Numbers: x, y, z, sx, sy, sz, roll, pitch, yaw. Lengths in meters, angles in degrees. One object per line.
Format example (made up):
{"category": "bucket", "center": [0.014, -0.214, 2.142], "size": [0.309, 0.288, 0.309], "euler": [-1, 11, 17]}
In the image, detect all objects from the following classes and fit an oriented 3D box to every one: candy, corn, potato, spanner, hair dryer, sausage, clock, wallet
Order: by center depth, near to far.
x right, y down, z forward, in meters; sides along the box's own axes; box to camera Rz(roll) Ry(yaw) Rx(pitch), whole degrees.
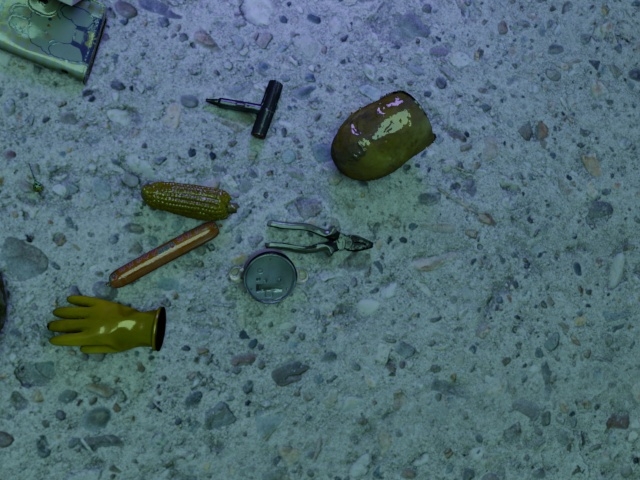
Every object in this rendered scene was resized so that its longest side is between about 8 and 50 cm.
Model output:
{"category": "wallet", "center": [-0.739, -0.572, 1.441], "size": [0.310, 0.077, 0.223], "euler": [19, 85, -15]}
{"category": "candy", "center": [-0.754, -0.167, 1.451], "size": [0.023, 0.025, 0.083], "euler": [-12, 80, -57]}
{"category": "sausage", "center": [-0.425, 0.036, 1.507], "size": [0.348, 0.053, 0.053], "euler": [-29, 95, -14]}
{"category": "corn", "center": [-0.359, -0.110, 1.511], "size": [0.262, 0.097, 0.097], "euler": [11, 85, -11]}
{"category": "clock", "center": [-0.145, 0.104, 1.559], "size": [0.229, 0.063, 0.155], "euler": [4, 96, -11]}
{"category": "hair dryer", "center": [-0.223, -0.405, 1.584], "size": [0.195, 0.050, 0.173], "euler": [20, 80, -9]}
{"category": "potato", "center": [0.157, -0.287, 1.598], "size": [0.266, 0.229, 0.229], "euler": [-41, 98, -8]}
{"category": "spanner", "center": [0.000, 0.000, 1.623], "size": [0.325, 0.040, 0.095], "euler": [5, 87, -12]}

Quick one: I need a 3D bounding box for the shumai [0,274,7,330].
{"category": "shumai", "center": [-0.898, 0.175, 1.248], "size": [0.292, 0.288, 0.329], "euler": [-7, 82, -21]}

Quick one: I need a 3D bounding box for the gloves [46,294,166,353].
{"category": "gloves", "center": [-0.569, 0.222, 1.453], "size": [0.294, 0.116, 0.133], "euler": [5, 59, -5]}

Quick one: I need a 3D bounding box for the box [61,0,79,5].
{"category": "box", "center": [-0.657, -0.688, 1.407], "size": [0.135, 0.199, 0.081], "euler": [22, 123, -11]}
